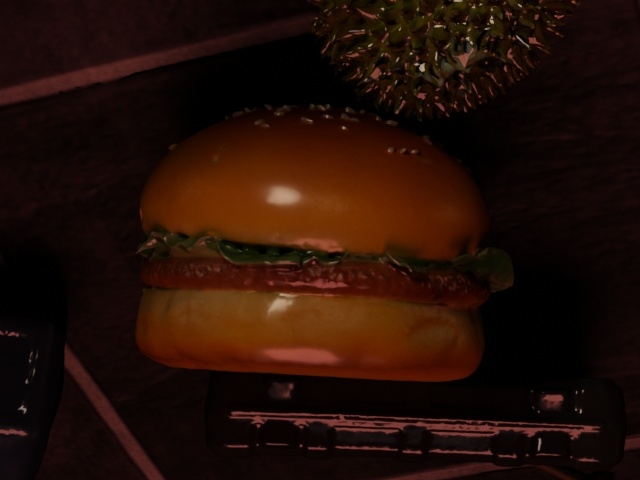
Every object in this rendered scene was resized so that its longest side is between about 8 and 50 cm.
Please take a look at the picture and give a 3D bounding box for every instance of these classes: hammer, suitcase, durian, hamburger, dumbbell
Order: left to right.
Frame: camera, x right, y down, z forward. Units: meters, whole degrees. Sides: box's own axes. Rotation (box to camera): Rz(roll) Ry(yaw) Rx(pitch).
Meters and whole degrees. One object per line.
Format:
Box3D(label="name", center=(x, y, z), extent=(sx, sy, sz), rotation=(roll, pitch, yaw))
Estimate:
Box3D(label="dumbbell", center=(-0.344, 0.080, 1.330), extent=(0.325, 0.160, 0.144), rotation=(12, 110, -9))
Box3D(label="hamburger", center=(-0.002, 0.000, 1.184), extent=(0.246, 0.170, 0.246), rotation=(2, -179, 0))
Box3D(label="suitcase", center=(0.064, 0.124, 1.342), extent=(0.285, 0.066, 0.206), rotation=(2, 176, 1))
Box3D(label="durian", center=(0.082, -0.141, 1.092), extent=(0.220, 0.095, 0.137), rotation=(-34, 128, 27))
Box3D(label="hammer", center=(0.185, 0.186, 1.516), extent=(0.110, 0.019, 0.035), rotation=(26, 134, -21))
